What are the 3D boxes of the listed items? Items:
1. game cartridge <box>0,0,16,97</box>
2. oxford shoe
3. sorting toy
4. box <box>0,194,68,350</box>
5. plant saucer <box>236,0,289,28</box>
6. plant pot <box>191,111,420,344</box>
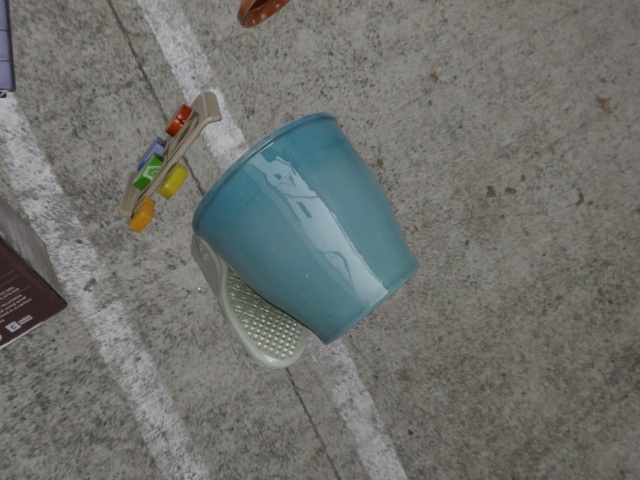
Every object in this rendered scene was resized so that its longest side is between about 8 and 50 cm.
[{"bbox_3d":[-0.505,-0.336,0.723,0.068,0.355,0.230,0,102,-36],"label":"game cartridge"},{"bbox_3d":[-0.160,0.092,1.000,0.169,0.130,0.449,-4,41,-34],"label":"oxford shoe"},{"bbox_3d":[-0.254,-0.141,0.792,0.229,0.307,0.041,-44,119,9],"label":"sorting toy"},{"bbox_3d":[-0.519,-0.038,0.632,0.143,0.381,0.191,-34,50,-14],"label":"box"},{"bbox_3d":[-0.033,-0.200,0.377,0.083,0.083,0.013,-42,101,-14],"label":"plant saucer"},{"bbox_3d":[0.000,0.000,0.711,0.271,0.271,0.255,-38,82,-15],"label":"plant pot"}]
